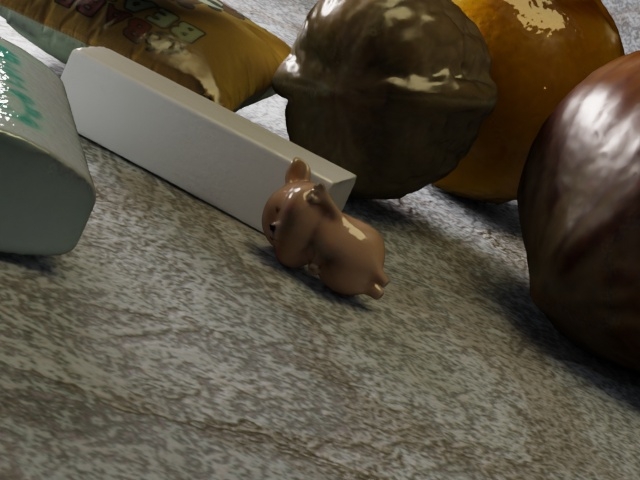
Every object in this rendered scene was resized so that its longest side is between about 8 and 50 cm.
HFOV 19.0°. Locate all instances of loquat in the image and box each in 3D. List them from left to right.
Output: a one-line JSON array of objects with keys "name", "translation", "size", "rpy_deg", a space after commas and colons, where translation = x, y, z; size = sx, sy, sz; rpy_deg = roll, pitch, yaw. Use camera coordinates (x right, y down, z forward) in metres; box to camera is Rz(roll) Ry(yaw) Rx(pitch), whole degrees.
[{"name": "loquat", "translation": [0.218, -0.198, 2.323], "size": [0.328, 0.328, 0.328], "rpy_deg": [23, 15, -6]}]

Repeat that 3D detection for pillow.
[{"name": "pillow", "translation": [-0.186, -0.227, 2.142], "size": [0.310, 0.119, 0.312], "rpy_deg": [30, 21, 10]}]

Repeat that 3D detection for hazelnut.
[{"name": "hazelnut", "translation": [0.380, -0.022, 1.911], "size": [0.359, 0.359, 0.409], "rpy_deg": [14, 10, -35]}]

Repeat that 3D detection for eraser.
[{"name": "eraser", "translation": [-0.290, -0.092, 1.554], "size": [0.189, 0.104, 0.290], "rpy_deg": [23, 15, -21]}, {"name": "eraser", "translation": [-0.117, -0.092, 1.868], "size": [0.298, 0.078, 0.076], "rpy_deg": [28, 15, 15]}]

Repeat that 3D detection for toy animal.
[{"name": "toy animal", "translation": [0.004, 0.000, 1.744], "size": [0.150, 0.083, 0.089], "rpy_deg": [43, 8, 23]}]

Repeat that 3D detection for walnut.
[{"name": "walnut", "translation": [0.065, -0.166, 2.088], "size": [0.248, 0.248, 0.248], "rpy_deg": [23, 15, -6]}]
